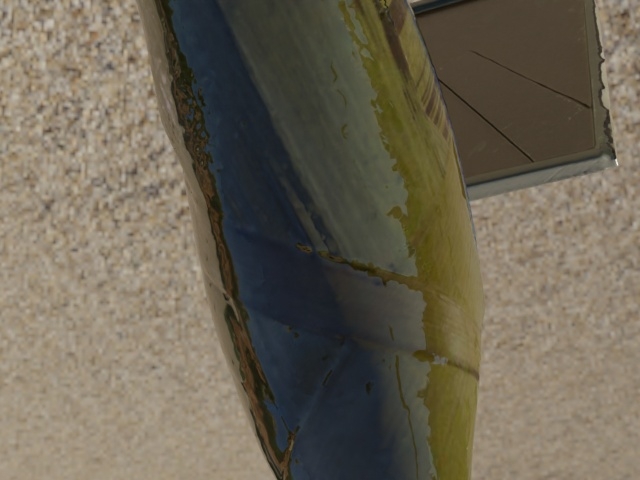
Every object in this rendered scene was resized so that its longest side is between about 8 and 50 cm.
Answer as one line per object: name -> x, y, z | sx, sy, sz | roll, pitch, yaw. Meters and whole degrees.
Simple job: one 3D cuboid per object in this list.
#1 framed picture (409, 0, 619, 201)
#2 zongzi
framed picture -> 0.110, -0.121, 0.838 | 0.213, 0.289, 0.016 | -13, 127, 19
zongzi -> 0.000, 0.000, 0.429 | 0.123, 0.289, 0.260 | -14, 126, 7
